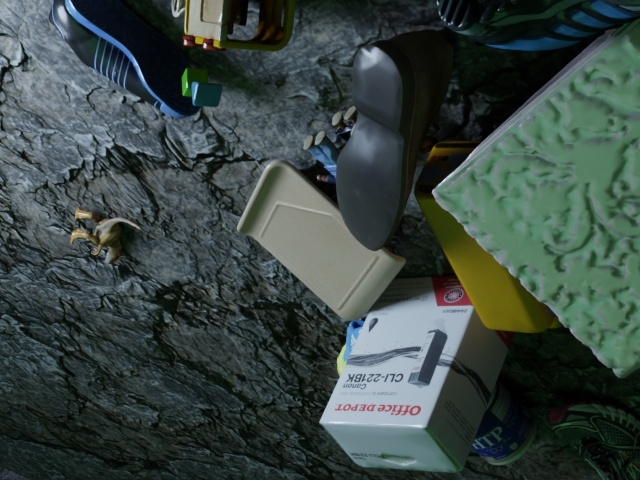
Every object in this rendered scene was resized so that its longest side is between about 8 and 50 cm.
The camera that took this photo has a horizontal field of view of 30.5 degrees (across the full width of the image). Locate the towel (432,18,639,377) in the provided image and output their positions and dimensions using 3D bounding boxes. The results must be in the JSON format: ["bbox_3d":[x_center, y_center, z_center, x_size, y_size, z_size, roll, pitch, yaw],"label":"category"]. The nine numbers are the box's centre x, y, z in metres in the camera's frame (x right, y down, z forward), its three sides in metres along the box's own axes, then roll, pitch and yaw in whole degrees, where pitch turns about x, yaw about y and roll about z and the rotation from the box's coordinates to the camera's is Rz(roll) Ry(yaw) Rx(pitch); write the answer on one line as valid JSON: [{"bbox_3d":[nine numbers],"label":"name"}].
[{"bbox_3d":[0.343,-0.040,1.284,0.332,0.053,0.317,44,120,-9],"label":"towel"}]

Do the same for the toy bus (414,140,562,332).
[{"bbox_3d":[0.240,0.010,1.514,0.108,0.130,0.332,2,141,34],"label":"toy bus"}]

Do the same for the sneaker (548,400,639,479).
[{"bbox_3d":[0.485,0.357,1.870,0.299,0.112,0.121,36,147,-15],"label":"sneaker"}]

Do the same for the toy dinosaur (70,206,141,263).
[{"bbox_3d":[-0.363,-0.021,1.990,0.112,0.064,0.211,11,159,-9],"label":"toy dinosaur"}]

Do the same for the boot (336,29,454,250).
[{"bbox_3d":[0.095,-0.114,1.397,0.112,0.115,0.305,39,141,28],"label":"boot"}]

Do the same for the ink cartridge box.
[{"bbox_3d":[0.146,0.190,1.711,0.197,0.272,0.114,-6,137,41],"label":"ink cartridge box"}]

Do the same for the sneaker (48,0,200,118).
[{"bbox_3d":[-0.259,-0.245,1.556,0.232,0.081,0.090,46,147,-17],"label":"sneaker"}]

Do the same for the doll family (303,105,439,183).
[{"bbox_3d":[0.068,-0.114,1.518,0.193,0.076,0.111,-5,141,48],"label":"doll family"}]

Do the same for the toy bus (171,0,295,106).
[{"bbox_3d":[-0.096,-0.269,1.365,0.104,0.202,0.191,2,147,-20],"label":"toy bus"}]

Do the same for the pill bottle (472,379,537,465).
[{"bbox_3d":[0.257,0.273,1.911,0.187,0.112,0.112,43,145,-26],"label":"pill bottle"}]

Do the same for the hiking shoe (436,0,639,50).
[{"bbox_3d":[0.272,-0.256,1.154,0.304,0.113,0.132,-3,169,29],"label":"hiking shoe"}]

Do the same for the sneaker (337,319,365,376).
[{"bbox_3d":[0.102,0.198,1.870,0.240,0.091,0.126,25,120,51],"label":"sneaker"}]

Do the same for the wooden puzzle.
[{"bbox_3d":[0.000,0.000,1.729,0.239,0.044,0.221,38,149,4],"label":"wooden puzzle"}]
